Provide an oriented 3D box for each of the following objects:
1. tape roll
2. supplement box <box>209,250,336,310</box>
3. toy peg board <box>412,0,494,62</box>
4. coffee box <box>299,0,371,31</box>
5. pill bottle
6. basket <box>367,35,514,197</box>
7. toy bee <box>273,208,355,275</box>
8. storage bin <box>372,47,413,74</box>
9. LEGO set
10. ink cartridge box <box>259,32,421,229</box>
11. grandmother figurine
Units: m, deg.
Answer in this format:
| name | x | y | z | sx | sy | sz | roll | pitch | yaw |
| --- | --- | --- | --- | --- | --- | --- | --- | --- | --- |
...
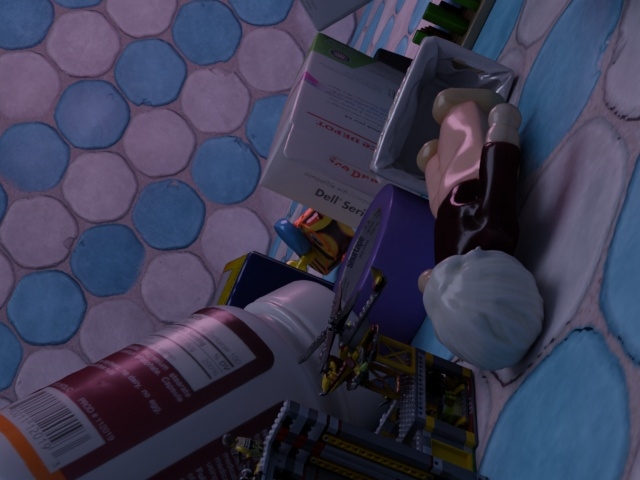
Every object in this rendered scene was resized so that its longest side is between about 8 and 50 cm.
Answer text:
| name | x | y | z | sx | sy | sz | roll | pitch | yaw |
| --- | --- | --- | --- | --- | --- | --- | --- | --- | --- |
| tape roll | 0.078 | 0.035 | 1.171 | 0.189 | 0.080 | 0.189 | -158 | 90 | -82 |
| supplement box | -0.063 | 0.145 | 1.410 | 0.356 | 0.195 | 0.194 | 163 | 130 | -79 |
| toy peg board | 0.192 | -0.342 | 1.473 | 0.161 | 0.079 | 0.161 | -88 | 22 | -69 |
| coffee box | 0.056 | -0.562 | 1.584 | 0.334 | 0.338 | 0.338 | -30 | 11 | 8 |
| pill bottle | -0.137 | 0.200 | 1.009 | 0.392 | 0.224 | 0.224 | -26 | -17 | -31 |
| basket | 0.133 | -0.132 | 1.158 | 0.103 | 0.113 | 0.167 | -152 | 84 | -87 |
| toy bee | 0.000 | 0.000 | 1.631 | 0.195 | 0.162 | 0.298 | -51 | -22 | 7 |
| storage bin | 0.115 | -0.255 | 1.723 | 0.098 | 0.091 | 0.135 | -77 | 11 | -51 |
| LEGO set | 0.000 | 0.201 | 0.798 | 0.331 | 0.192 | 0.255 | -77 | 12 | -52 |
| ink cartridge box | 0.040 | -0.133 | 1.433 | 0.119 | 0.207 | 0.353 | -59 | 10 | 36 |
| grandmother figurine | 0.137 | -0.020 | 0.882 | 0.342 | 0.104 | 0.208 | -84 | -1 | -56 |
